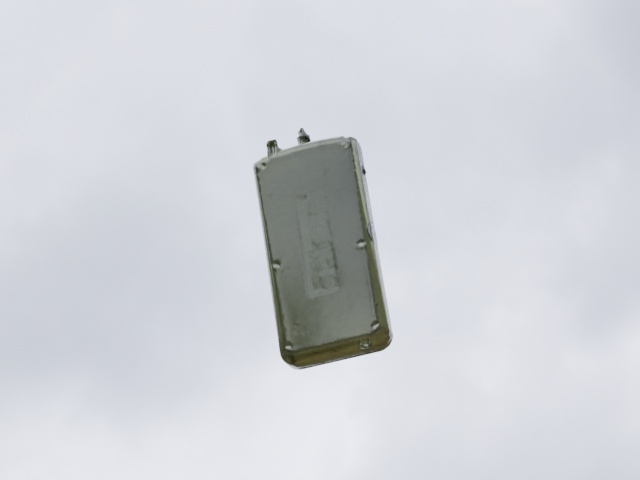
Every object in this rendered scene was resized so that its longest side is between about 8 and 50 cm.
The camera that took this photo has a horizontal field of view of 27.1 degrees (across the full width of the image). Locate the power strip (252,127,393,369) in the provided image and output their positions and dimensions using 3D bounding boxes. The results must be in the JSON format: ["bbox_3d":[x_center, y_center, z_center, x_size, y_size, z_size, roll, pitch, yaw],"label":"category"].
[{"bbox_3d":[0.000,0.000,0.885,0.076,0.169,0.028,-14,-24,12],"label":"power strip"}]
